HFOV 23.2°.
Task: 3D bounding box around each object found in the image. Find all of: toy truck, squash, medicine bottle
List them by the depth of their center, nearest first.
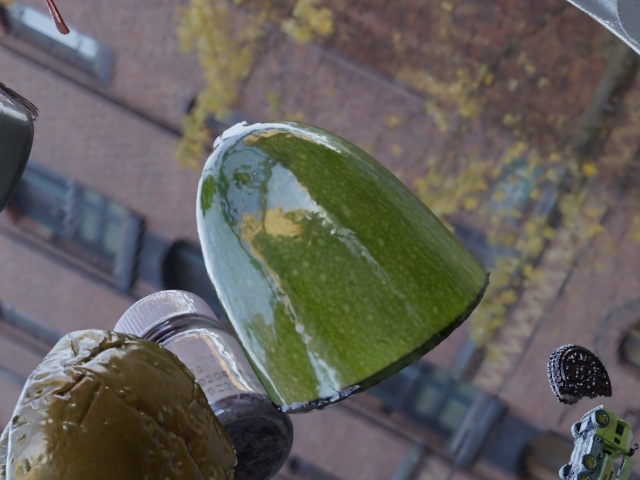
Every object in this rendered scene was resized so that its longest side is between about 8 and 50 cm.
[{"bbox_3d":[-0.004,-0.007,1.829,0.310,0.309,0.310,-30,13,8],"label":"squash"},{"bbox_3d":[-0.160,0.199,2.035,0.165,0.273,0.165,-16,-52,-22],"label":"medicine bottle"},{"bbox_3d":[0.433,0.349,2.409,0.077,0.100,0.169,-45,18,55],"label":"toy truck"}]

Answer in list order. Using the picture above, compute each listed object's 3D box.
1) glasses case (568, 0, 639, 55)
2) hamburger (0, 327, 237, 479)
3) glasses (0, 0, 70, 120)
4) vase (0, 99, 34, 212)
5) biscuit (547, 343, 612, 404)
[{"bbox_3d":[0.395,-0.276,1.844,0.128,0.308,0.083,-51,-3,20],"label":"glasses case"},{"bbox_3d":[-0.188,0.191,1.339,0.132,0.211,0.309,-24,21,27],"label":"hamburger"},{"bbox_3d":[-0.455,-0.324,2.154,0.118,0.268,0.234,-30,38,42],"label":"glasses"},{"bbox_3d":[-0.537,-0.146,1.951,0.173,0.321,0.173,-40,37,39],"label":"vase"},{"bbox_3d":[0.298,0.159,1.793,0.027,0.089,0.087,-34,18,44],"label":"biscuit"}]
